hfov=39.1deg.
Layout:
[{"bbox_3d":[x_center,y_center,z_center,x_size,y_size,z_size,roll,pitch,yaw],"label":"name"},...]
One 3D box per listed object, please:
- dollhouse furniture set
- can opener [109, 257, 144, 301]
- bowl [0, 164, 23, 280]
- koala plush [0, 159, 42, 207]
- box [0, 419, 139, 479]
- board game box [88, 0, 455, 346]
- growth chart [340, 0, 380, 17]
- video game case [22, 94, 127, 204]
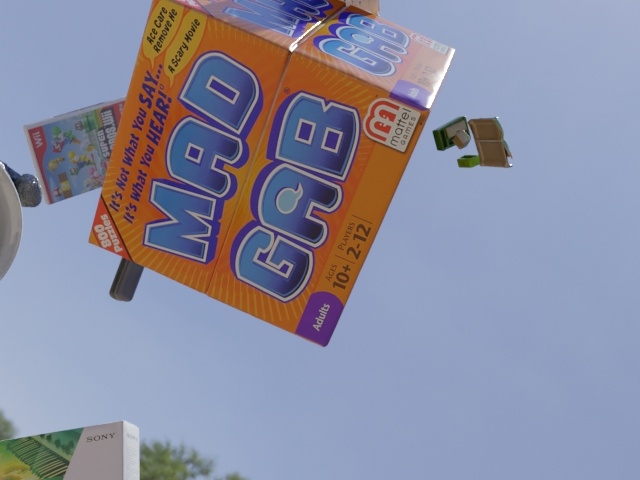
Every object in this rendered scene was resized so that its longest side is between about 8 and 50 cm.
[{"bbox_3d":[0.233,-0.148,1.300,0.151,0.058,0.076,11,-56,58],"label":"dollhouse furniture set"},{"bbox_3d":[-0.408,0.017,2.145,0.095,0.284,0.076,25,-14,-30],"label":"can opener"},{"bbox_3d":[-0.620,-0.017,1.375,0.298,0.298,0.134,53,-32,-6],"label":"bowl"},{"bbox_3d":[-0.739,-0.137,1.919,0.203,0.196,0.221,42,-18,11],"label":"koala plush"},{"bbox_3d":[-0.358,0.418,1.207,0.058,0.232,0.322,61,20,-61],"label":"box"},{"bbox_3d":[-0.055,-0.141,1.273,0.356,0.356,0.357,24,-64,3],"label":"board game box"},{"bbox_3d":[-0.003,-0.406,1.407,0.237,0.021,0.172,3,-62,40],"label":"growth chart"},{"bbox_3d":[-0.575,-0.229,2.245,0.025,0.285,0.204,22,-52,52],"label":"video game case"}]
